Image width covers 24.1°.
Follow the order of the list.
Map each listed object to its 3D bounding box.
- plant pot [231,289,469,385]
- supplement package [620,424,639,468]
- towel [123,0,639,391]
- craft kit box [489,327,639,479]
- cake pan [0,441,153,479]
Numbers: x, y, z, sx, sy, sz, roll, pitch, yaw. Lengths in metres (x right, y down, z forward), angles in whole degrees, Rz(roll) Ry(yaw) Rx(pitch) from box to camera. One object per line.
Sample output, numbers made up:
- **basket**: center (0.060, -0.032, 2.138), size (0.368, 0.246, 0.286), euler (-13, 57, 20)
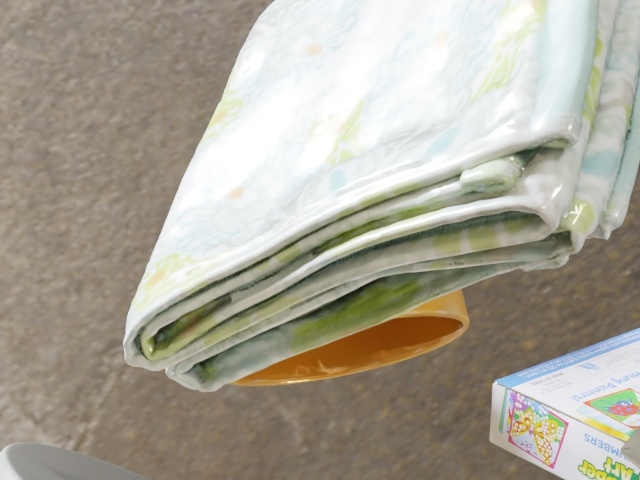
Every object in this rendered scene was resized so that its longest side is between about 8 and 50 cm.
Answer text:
- **plant pot**: center (0.000, 0.000, 1.199), size (0.205, 0.205, 0.188), euler (-25, 69, 40)
- **supplement package**: center (0.310, 0.108, 0.687), size (0.204, 0.145, 0.262), euler (-52, 29, 0)
- **towel**: center (0.050, -0.095, 0.895), size (0.320, 0.374, 0.090), euler (-23, 123, 36)
- **craft kit box**: center (0.293, 0.132, 1.058), size (0.246, 0.249, 0.061), euler (20, 116, 47)
- **cake pan**: center (-0.041, 0.173, 0.672), size (0.293, 0.293, 0.054), euler (27, 87, 29)
